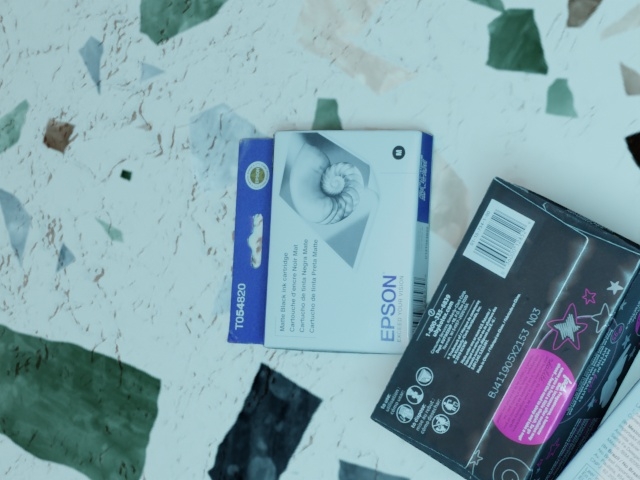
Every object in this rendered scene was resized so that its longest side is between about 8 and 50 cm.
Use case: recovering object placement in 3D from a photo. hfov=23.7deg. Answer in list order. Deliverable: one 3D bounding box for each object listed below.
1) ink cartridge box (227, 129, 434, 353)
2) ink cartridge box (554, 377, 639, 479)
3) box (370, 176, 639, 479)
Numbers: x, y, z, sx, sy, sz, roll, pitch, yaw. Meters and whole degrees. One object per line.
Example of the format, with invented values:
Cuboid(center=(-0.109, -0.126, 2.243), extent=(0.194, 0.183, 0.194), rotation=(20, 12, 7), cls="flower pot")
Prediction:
Cuboid(center=(0.000, 0.000, 1.524), extent=(0.224, 0.045, 0.223), rotation=(0, 85, 27), cls="ink cartridge box")
Cuboid(center=(0.347, 0.245, 1.271), extent=(0.270, 0.151, 0.395), rotation=(42, 105, 23), cls="ink cartridge box")
Cuboid(center=(0.186, 0.091, 1.372), extent=(0.163, 0.142, 0.247), rotation=(30, 97, 27), cls="box")
